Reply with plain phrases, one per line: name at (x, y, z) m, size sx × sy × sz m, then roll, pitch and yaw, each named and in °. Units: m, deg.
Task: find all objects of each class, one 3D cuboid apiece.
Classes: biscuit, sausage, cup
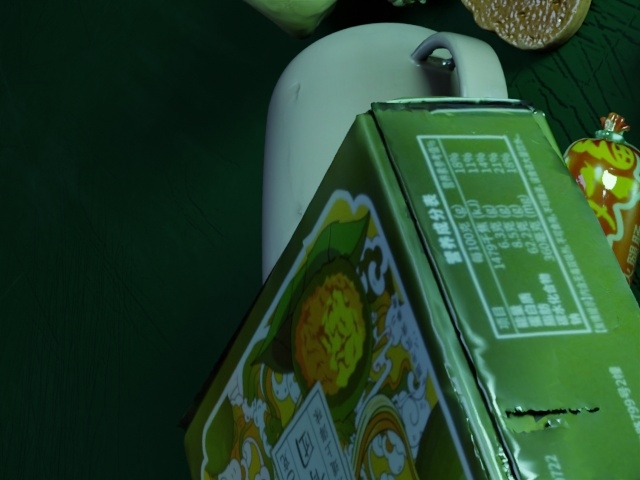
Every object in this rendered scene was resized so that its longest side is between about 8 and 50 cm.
biscuit at (0.156, -0.201, 1.254) m, size 0.130 × 0.019 × 0.102 m, roll 44°, pitch 116°, yaw 36°
sausage at (0.167, 0.041, 1.093) m, size 0.083 × 0.083 × 0.264 m, roll 4°, pitch 77°, yaw 57°
cup at (0.061, -0.055, 1.176) m, size 0.253 × 0.191 × 0.200 m, roll 121°, pitch 153°, yaw -49°

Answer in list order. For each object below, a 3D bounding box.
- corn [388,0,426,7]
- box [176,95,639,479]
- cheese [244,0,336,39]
corn at (0.138, -0.296, 1.296) m, size 0.288 × 0.086 × 0.086 m, roll -44°, pitch 41°, yaw 37°
box at (0.070, 0.187, 0.973) m, size 0.373 × 0.138 × 0.420 m, roll -59°, pitch 40°, yaw 46°
cheese at (-0.004, -0.288, 1.427) m, size 0.214 × 0.117 × 0.226 m, roll -58°, pitch 5°, yaw 14°
